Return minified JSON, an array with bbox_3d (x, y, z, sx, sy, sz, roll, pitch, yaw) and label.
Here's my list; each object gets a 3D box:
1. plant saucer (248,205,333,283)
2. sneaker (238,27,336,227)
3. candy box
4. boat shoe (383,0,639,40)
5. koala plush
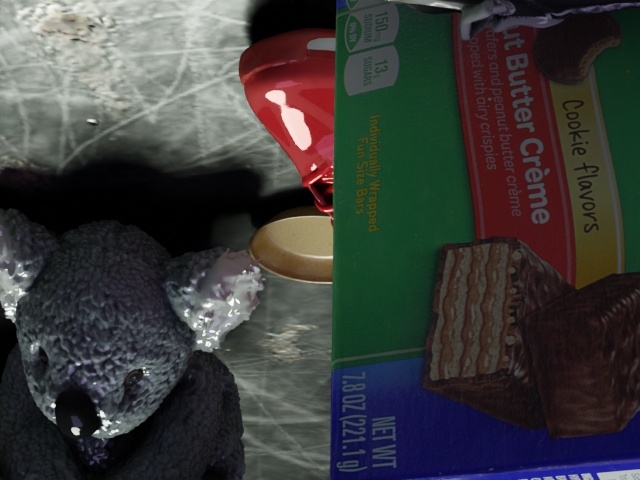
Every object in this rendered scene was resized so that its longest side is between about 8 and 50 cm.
[{"bbox_3d":[0.000,0.000,1.084,0.083,0.015,0.083,2,151,1],"label":"plant saucer"},{"bbox_3d":[0.038,-0.009,0.944,0.087,0.128,0.221,-19,145,35],"label":"sneaker"},{"bbox_3d":[0.169,-0.020,0.765,0.317,0.268,0.122,-8,154,18],"label":"candy box"},{"bbox_3d":[0.060,-0.131,0.729,0.306,0.113,0.105,5,152,-1],"label":"boat shoe"},{"bbox_3d":[-0.127,0.075,1.108,0.196,0.203,0.221,11,132,10],"label":"koala plush"}]
